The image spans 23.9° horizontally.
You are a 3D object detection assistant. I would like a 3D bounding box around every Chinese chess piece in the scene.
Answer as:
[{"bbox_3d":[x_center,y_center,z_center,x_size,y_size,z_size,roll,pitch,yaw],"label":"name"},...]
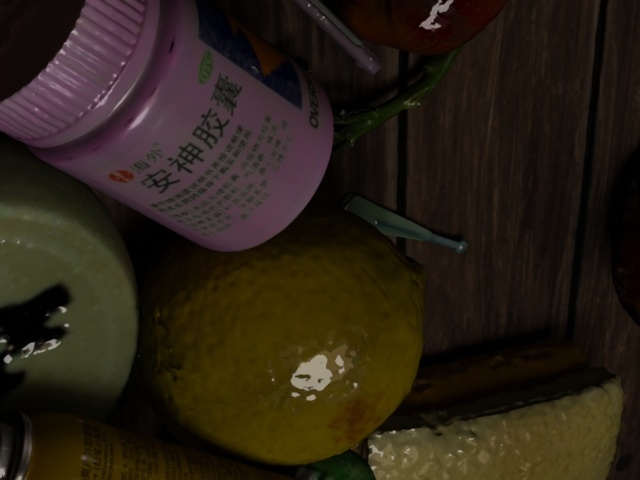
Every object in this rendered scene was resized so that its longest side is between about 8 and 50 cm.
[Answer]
[{"bbox_3d":[-0.315,0.077,1.226,0.349,0.146,0.349,-21,132,-25],"label":"Chinese chess piece"}]

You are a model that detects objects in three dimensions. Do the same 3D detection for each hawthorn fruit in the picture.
[{"bbox_3d":[0.109,-0.242,1.325,0.203,0.162,0.162,-14,132,-52],"label":"hawthorn fruit"}]

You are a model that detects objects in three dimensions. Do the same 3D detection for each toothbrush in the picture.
[{"bbox_3d":[-0.058,-0.236,1.250,0.029,0.024,0.354,-42,133,11],"label":"toothbrush"}]

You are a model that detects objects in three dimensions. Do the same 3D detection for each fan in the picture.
[{"bbox_3d":[0.087,-0.013,1.562,0.193,0.016,0.038,15,110,-43],"label":"fan"}]

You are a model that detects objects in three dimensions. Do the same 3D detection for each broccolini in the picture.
[{"bbox_3d":[0.035,-0.154,1.398,0.271,0.062,0.123,-35,142,-21],"label":"broccolini"}]

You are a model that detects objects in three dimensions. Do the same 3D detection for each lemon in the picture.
[{"bbox_3d":[-0.041,0.083,1.363,0.267,0.267,0.267,-21,132,-24],"label":"lemon"}]

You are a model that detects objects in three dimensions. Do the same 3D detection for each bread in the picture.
[{"bbox_3d":[0.155,0.257,1.715,0.375,0.165,0.236,-8,122,-33],"label":"bread"}]

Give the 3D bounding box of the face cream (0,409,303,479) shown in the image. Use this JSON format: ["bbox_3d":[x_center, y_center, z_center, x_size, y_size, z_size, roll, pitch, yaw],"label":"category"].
[{"bbox_3d":[-0.144,0.215,1.249,0.349,0.105,0.105,21,108,-32],"label":"face cream"}]

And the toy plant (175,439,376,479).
[{"bbox_3d":[-0.039,0.251,1.496,0.175,0.235,0.218,0,126,-32],"label":"toy plant"}]

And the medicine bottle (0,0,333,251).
[{"bbox_3d":[-0.139,-0.120,1.186,0.178,0.178,0.291,-51,137,6],"label":"medicine bottle"}]

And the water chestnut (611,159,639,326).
[{"bbox_3d":[0.466,0.015,1.699,0.289,0.289,0.244,9,111,-41],"label":"water chestnut"}]
